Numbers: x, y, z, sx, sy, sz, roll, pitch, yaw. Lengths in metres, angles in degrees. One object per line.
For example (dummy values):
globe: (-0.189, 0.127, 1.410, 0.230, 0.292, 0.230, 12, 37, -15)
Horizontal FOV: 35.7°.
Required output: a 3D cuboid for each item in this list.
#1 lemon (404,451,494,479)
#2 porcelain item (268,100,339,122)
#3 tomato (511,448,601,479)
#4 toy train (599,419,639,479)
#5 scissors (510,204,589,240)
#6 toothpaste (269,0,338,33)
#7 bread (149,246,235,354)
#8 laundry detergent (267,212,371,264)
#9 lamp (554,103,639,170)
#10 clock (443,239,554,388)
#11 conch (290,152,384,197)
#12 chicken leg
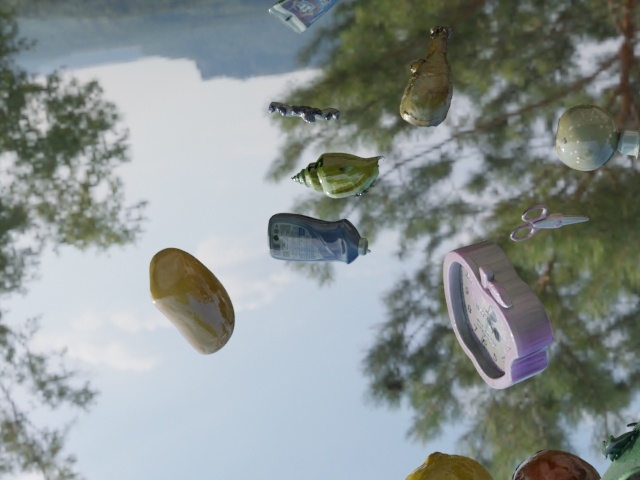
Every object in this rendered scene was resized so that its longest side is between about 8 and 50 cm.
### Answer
lemon: (0.310, 0.638, 2.309, 0.260, 0.284, 0.260, -3, -173, 0)
porcelain item: (-0.026, -0.233, 1.845, 0.136, 0.021, 0.075, 4, -157, -14)
tomato: (0.553, 0.555, 2.234, 0.214, 0.155, 0.181, 32, -125, 8)
toy train: (0.359, 0.299, 1.092, 0.154, 0.269, 0.115, 15, -149, -10)
scissors: (0.421, -0.035, 1.805, 0.176, 0.085, 0.022, -4, -136, -33)
toothpaste: (0.065, -0.549, 1.985, 0.392, 0.061, 0.098, -35, 135, 28)
bread: (-0.226, 0.106, 1.816, 0.098, 0.217, 0.147, -22, -133, 11)
laundry detergent: (0.000, 0.000, 1.946, 0.206, 0.097, 0.061, 7, -171, 16)
lamp: (0.404, -0.137, 1.352, 0.163, 0.091, 0.091, 5, -163, 16)
clock: (0.398, 0.165, 2.259, 0.102, 0.339, 0.338, -19, -164, -14)
conch: (0.035, -0.136, 2.063, 0.200, 0.095, 0.079, 7, -174, 31)
chicken leg: (0.155, -0.235, 1.430, 0.070, 0.178, 0.093, 28, 153, -30)
